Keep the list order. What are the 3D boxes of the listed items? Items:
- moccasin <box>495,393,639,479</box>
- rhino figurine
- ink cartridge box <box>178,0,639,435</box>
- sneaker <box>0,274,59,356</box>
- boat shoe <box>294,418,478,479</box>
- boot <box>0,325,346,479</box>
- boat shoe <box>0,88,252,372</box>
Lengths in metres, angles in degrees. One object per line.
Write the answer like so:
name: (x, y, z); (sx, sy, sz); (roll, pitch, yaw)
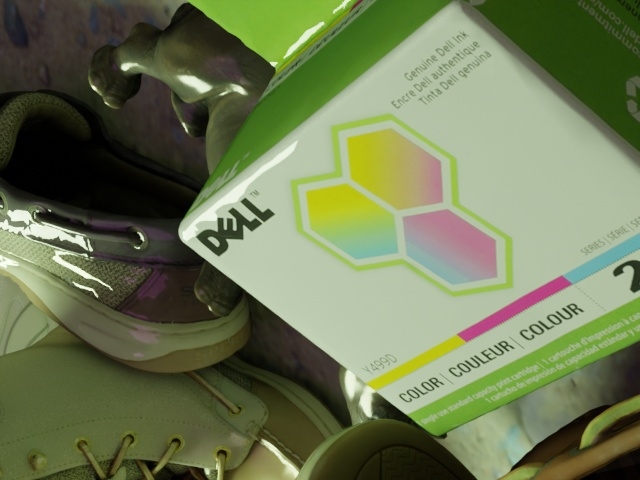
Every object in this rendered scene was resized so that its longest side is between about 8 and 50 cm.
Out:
moccasin: (0.169, 0.080, 0.553); (0.380, 0.147, 0.139); (-16, 96, 52)
rhino figurine: (0.000, 0.000, 0.772); (0.106, 0.073, 0.243); (-30, 88, 42)
ink cartridge box: (0.011, -0.066, 0.618); (0.255, 0.097, 0.189); (38, 143, -13)
sneaker: (-0.193, 0.087, 1.009); (0.090, 0.115, 0.232); (-12, 99, 52)
boat shoe: (0.055, 0.212, 0.780); (0.098, 0.109, 0.302); (-2, 120, 58)
boot: (-0.088, 0.109, 0.856); (0.213, 0.165, 0.077); (37, 135, 34)
boat shoe: (-0.145, -0.032, 0.912); (0.285, 0.103, 0.092); (29, 124, 33)
